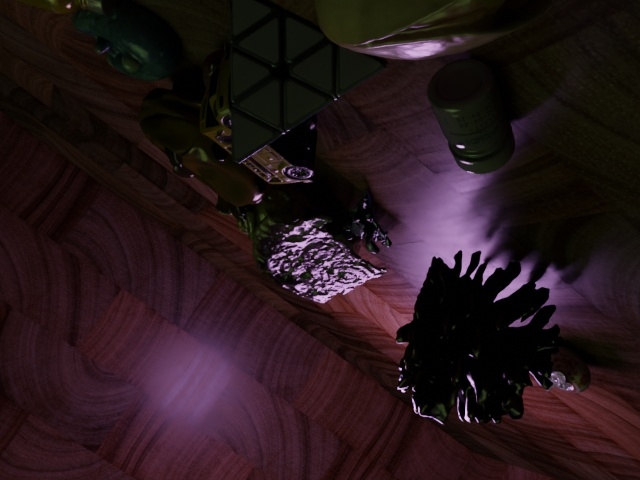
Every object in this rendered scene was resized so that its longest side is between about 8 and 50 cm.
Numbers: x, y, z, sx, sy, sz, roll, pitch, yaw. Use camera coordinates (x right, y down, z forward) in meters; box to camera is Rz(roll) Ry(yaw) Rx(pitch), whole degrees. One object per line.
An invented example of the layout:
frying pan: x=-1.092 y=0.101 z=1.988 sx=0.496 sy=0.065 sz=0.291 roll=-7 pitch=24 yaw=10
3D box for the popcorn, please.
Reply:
popcorn: x=-0.154 y=-0.090 z=2.085 sx=0.217 sy=0.180 sz=0.235 roll=18 pitch=-173 yaw=-20

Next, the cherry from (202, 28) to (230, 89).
cherry: x=-0.184 y=-0.345 z=1.594 sx=0.090 sy=0.106 sz=0.225 roll=-6 pitch=170 yaw=-20

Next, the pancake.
pancake: x=-0.030 y=0.037 z=2.048 sx=0.305 sy=0.066 sz=0.427 roll=-17 pitch=143 yaw=28

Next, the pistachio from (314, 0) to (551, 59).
pistachio: x=0.119 y=-0.301 z=0.960 sx=0.299 sy=0.187 sz=0.187 roll=10 pitch=153 yaw=45

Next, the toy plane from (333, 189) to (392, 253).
toy plane: x=0.102 y=-0.051 z=1.936 sx=0.169 sy=0.078 sz=0.246 roll=30 pitch=164 yaw=13

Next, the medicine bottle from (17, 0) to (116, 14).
medicine bottle: x=-0.538 y=-0.535 z=1.669 sx=0.213 sy=0.121 sz=0.122 roll=19 pitch=162 yaw=7

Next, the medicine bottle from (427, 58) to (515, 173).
medicine bottle: x=0.234 y=-0.189 z=1.220 sx=0.105 sy=0.105 sz=0.168 roll=22 pitch=160 yaw=35

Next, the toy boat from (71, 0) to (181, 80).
toy boat: x=-0.450 y=-0.434 z=1.796 sx=0.330 sy=0.123 sz=0.215 roll=20 pitch=158 yaw=43

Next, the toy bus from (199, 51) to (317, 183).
toy bus: x=-0.129 y=-0.231 z=1.581 sx=0.151 sy=0.145 sz=0.331 roll=-7 pitch=156 yaw=28

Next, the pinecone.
pinecone: x=0.345 y=0.211 z=1.739 sx=0.398 sy=0.397 sz=0.397 roll=31 pitch=164 yaw=10

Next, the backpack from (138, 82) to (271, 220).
backpack: x=-0.266 y=-0.228 z=1.892 sx=0.353 sy=0.201 sz=0.378 roll=41 pitch=170 yaw=-39

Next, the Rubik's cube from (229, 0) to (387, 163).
Rubik's cube: x=-0.054 y=-0.287 z=1.424 sx=0.233 sy=0.229 sz=0.228 roll=-115 pitch=34 yaw=-42

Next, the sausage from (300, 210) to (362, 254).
sausage: x=0.000 y=0.000 z=2.206 sx=0.253 sy=0.123 sz=0.123 roll=23 pitch=161 yaw=33

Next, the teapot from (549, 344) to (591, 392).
teapot: x=0.611 y=0.333 z=2.035 sx=0.159 sy=0.116 sz=0.245 roll=14 pitch=156 yaw=19
